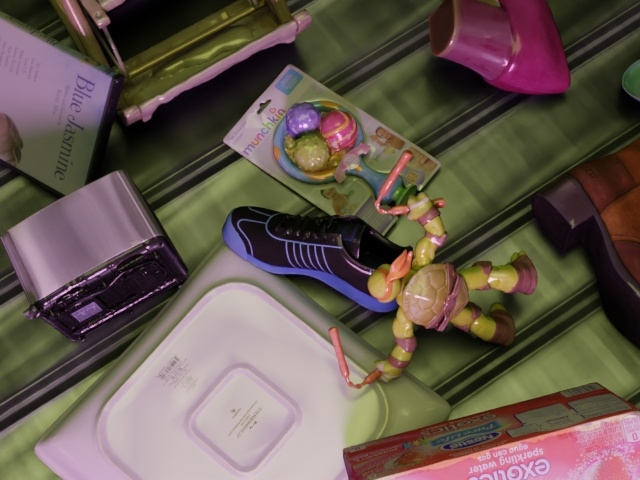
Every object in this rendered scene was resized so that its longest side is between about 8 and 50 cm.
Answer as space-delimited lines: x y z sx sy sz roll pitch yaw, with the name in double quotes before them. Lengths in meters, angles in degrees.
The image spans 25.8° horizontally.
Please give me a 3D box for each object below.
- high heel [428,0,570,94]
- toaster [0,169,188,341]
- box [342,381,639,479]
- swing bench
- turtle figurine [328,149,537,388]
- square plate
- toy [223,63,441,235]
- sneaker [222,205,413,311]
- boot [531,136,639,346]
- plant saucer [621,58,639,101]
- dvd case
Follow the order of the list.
"high heel" 0.229 -0.354 1.777 0.181 0.127 0.377 17 63 -23
"toaster" -0.254 0.021 1.572 0.168 0.186 0.110 -30 74 -3
"box" 0.189 0.264 1.472 0.299 0.154 0.142 -14 96 -5
"swing bench" -0.188 -0.303 1.702 0.253 0.165 0.255 -29 98 -11
"turtle figurine" 0.135 0.044 1.543 0.217 0.087 0.270 7 98 -31
"square plate" -0.088 0.209 1.574 0.344 0.049 0.347 38 74 13
"toy" 0.013 -0.116 1.692 0.237 0.056 0.137 36 72 13
"sneaker" 0.000 0.000 1.619 0.232 0.090 0.081 21 47 5
"boot" 0.431 -0.021 1.653 0.280 0.096 0.264 -30 64 -18
"plant saucer" 0.430 -0.195 1.710 0.119 0.021 0.119 -13 35 9
"dvd case" -0.358 -0.168 1.662 0.253 0.180 0.022 28 30 15
